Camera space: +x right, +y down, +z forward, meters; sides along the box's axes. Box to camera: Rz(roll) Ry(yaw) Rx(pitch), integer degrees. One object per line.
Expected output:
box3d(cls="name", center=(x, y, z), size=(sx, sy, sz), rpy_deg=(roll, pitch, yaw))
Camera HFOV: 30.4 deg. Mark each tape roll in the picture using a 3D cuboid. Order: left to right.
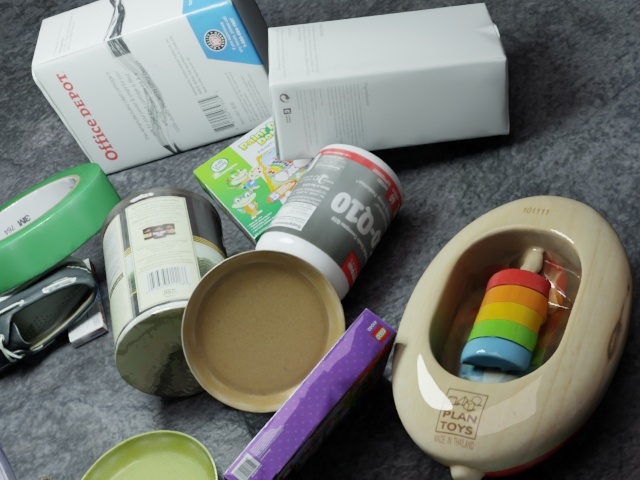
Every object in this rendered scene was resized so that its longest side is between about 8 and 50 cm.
box3d(cls="tape roll", center=(-0.510, -0.020, 2.091), size=(0.321, 0.077, 0.321), rpy_deg=(-26, 20, 10))

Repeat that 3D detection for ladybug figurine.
box3d(cls="ladybug figurine", center=(0.263, 0.140, 1.581), size=(0.305, 0.162, 0.449), rpy_deg=(8, 53, 32))

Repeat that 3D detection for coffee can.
box3d(cls="coffee can", center=(-0.236, 0.079, 1.857), size=(0.202, 0.201, 0.275), rpy_deg=(-23, 44, 6))

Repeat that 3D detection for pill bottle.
box3d(cls="pill bottle", center=(0.000, 0.000, 1.843), size=(0.161, 0.161, 0.283), rpy_deg=(12, 57, 34))

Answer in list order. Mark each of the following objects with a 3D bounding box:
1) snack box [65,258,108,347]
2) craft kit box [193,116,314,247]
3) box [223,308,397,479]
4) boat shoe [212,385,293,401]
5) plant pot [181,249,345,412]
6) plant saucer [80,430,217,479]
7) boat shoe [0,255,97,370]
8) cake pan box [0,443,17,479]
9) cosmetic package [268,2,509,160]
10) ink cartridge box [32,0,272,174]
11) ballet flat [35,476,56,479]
box3d(cls="snack box", center=(-0.414, 0.106, 2.049), size=(0.064, 0.022, 0.178), rpy_deg=(-28, 43, 4))
box3d(cls="craft kit box", center=(-0.063, -0.119, 2.066), size=(0.250, 0.061, 0.246), rpy_deg=(-36, 41, -9))
box3d(cls="box", center=(-0.014, 0.244, 1.595), size=(0.057, 0.201, 0.293), rpy_deg=(38, 71, 12))
box3d(cls="boat shoe", center=(-0.098, 0.224, 1.768), size=(0.135, 0.050, 0.045), rpy_deg=(3, 47, 16))
box3d(cls="plant pot", center=(-0.083, 0.130, 1.702), size=(0.236, 0.236, 0.032), rpy_deg=(-33, 8, -6))
box3d(cls="plant saucer", center=(-0.252, 0.386, 1.697), size=(0.241, 0.037, 0.241), rpy_deg=(-13, 45, 14))
box3d(cls="boat shoe", center=(-0.507, 0.145, 1.978), size=(0.302, 0.114, 0.091), rpy_deg=(-43, 37, -2))
box3d(cls="cake pan box", center=(-0.607, 0.396, 1.843), size=(0.246, 0.070, 0.267), rpy_deg=(-35, 44, -10))
box3d(cls="cosmetic package", center=(0.109, -0.267, 1.964), size=(0.385, 0.156, 0.217), rpy_deg=(-4, 36, 2))
box3d(cls="ink cartridge box", center=(-0.291, -0.319, 2.194), size=(0.395, 0.285, 0.166), rpy_deg=(-15, 43, 12))
box3d(cls="ballet flat", center=(-0.417, 0.451, 1.703), size=(0.084, 0.058, 0.249), rpy_deg=(-13, 46, 17))
